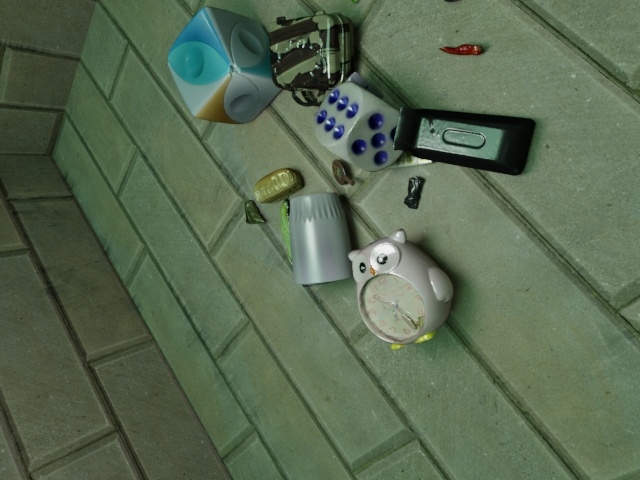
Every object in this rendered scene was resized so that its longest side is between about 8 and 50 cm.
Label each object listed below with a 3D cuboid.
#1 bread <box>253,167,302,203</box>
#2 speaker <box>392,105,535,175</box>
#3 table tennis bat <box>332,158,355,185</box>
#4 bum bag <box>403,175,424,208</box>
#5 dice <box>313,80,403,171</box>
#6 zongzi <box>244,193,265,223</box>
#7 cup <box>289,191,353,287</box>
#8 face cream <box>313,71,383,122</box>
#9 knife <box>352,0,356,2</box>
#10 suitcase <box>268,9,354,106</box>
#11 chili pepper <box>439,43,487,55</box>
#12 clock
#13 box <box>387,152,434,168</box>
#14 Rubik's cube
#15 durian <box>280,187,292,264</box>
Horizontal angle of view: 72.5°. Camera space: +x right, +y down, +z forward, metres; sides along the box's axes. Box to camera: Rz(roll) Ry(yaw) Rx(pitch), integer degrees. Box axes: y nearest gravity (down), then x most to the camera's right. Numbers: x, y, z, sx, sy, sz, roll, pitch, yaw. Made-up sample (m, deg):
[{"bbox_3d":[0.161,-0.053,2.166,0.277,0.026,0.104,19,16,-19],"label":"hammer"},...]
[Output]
[{"bbox_3d":[-0.193,-0.248,1.959,0.236,0.140,0.106,-22,81,35],"label":"bread"},{"bbox_3d":[0.453,-0.325,1.398,0.389,0.184,0.179,16,105,29],"label":"speaker"},{"bbox_3d":[0.134,-0.282,1.786,0.170,0.119,0.107,48,153,48],"label":"table tennis bat"},{"bbox_3d":[0.345,-0.179,1.622,0.058,0.034,0.124,16,108,20],"label":"bum bag"},{"bbox_3d":[0.147,-0.401,1.551,0.243,0.251,0.259,-56,39,21],"label":"dice"},{"bbox_3d":[-0.318,-0.158,2.115,0.131,0.062,0.154,-1,96,49],"label":"zongzi"},{"bbox_3d":[0.000,0.000,1.785,0.254,0.253,0.371,-5,92,38],"label":"cup"},{"bbox_3d":[0.093,-0.532,1.706,0.274,0.154,0.096,-27,42,41],"label":"face cream"},{"bbox_3d":[0.095,-0.971,1.685,0.166,0.023,0.078,51,130,21],"label":"knife"},{"bbox_3d":[-0.033,-0.705,1.729,0.352,0.194,0.338,12,115,36],"label":"suitcase"},{"bbox_3d":[0.466,-0.631,1.447,0.178,0.045,0.027,23,102,39],"label":"chili pepper"},{"bbox_3d":[0.289,0.164,1.590,0.368,0.251,0.376,-28,87,38],"label":"clock"},{"bbox_3d":[0.311,-0.333,1.622,0.221,0.032,0.122,-1,97,38],"label":"box"},{"bbox_3d":[-0.405,-0.744,1.904,0.347,0.352,0.351,-32,76,36],"label":"Rubik's cube"},{"bbox_3d":[-0.111,-0.053,1.945,0.132,0.107,0.374,5,108,42],"label":"durian"}]
